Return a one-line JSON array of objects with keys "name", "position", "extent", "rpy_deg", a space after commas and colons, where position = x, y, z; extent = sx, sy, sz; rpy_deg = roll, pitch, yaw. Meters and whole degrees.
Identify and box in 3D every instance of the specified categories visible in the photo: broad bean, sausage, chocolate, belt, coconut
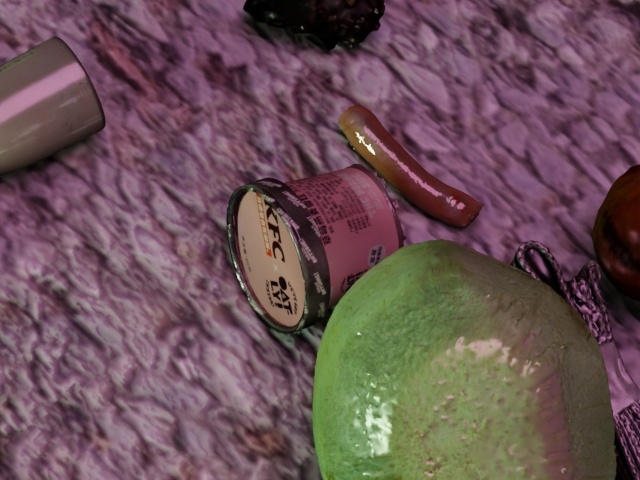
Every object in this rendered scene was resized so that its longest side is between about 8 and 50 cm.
[{"name": "broad bean", "position": [0.368, -0.012, 1.848], "extent": [0.228, 0.122, 0.156], "rpy_deg": [-22, 54, -43]}, {"name": "sausage", "position": [0.089, -0.075, 1.890], "extent": [0.177, 0.040, 0.047], "rpy_deg": [42, 57, 10]}, {"name": "chocolate", "position": [0.012, -0.269, 1.930], "extent": [0.133, 0.156, 0.156], "rpy_deg": [33, 61, -13]}, {"name": "belt", "position": [0.284, 0.163, 1.781], "extent": [0.126, 0.094, 0.359], "rpy_deg": [-29, 71, -18]}, {"name": "coconut", "position": [0.126, 0.156, 1.652], "extent": [0.281, 0.328, 0.328], "rpy_deg": [-37, 74, 4]}]

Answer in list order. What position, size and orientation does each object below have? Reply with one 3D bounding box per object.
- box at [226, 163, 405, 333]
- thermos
[{"name": "box", "position": [0.000, 0.000, 1.781], "extent": [0.135, 0.151, 0.151], "rpy_deg": [-20, 69, -29]}, {"name": "thermos", "position": [-0.330, -0.120, 1.809], "extent": [0.193, 0.105, 0.137], "rpy_deg": [-31, 47, -16]}]
